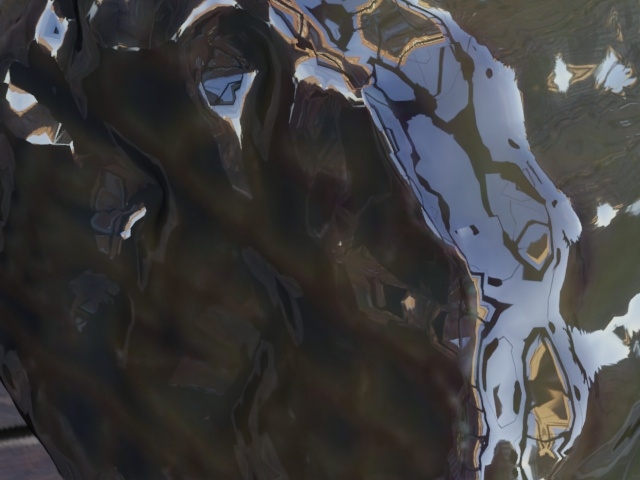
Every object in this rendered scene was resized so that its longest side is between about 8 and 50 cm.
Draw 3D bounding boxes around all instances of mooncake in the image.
[{"bbox_3d":[0.000,0.000,0.450,0.161,0.290,0.290,-26,81,-44],"label":"mooncake"}]
